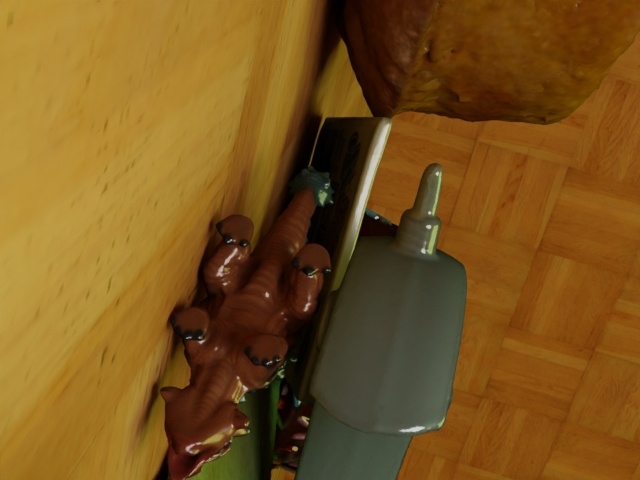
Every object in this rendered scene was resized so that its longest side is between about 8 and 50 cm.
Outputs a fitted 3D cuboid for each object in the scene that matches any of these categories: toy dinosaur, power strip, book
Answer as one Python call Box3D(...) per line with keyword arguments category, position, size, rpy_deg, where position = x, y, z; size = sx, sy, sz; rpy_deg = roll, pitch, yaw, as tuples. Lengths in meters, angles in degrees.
Box3D(category="toy dinosaur", position=(-0.024, 0.024, 0.356), size=(0.055, 0.049, 0.154), rpy_deg=(98, 14, -52))
Box3D(category="power strip", position=(0.020, 0.081, 0.424), size=(0.167, 0.054, 0.253), rpy_deg=(-72, 175, -52))
Box3D(category="book", position=(0.000, 0.000, 0.593), size=(0.192, 0.013, 0.168), rpy_deg=(-142, -113, -79))

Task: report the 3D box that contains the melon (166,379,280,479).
Box3D(category="melon", position=(-0.050, 0.090, 0.473), size=(0.261, 0.053, 0.114), rpy_deg=(-76, 162, -44))

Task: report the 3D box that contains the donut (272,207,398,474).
Box3D(category="donut", position=(0.012, 0.082, 0.738), size=(0.235, 0.089, 0.235), rpy_deg=(-161, -90, -84))

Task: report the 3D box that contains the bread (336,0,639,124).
Box3D(category="bread", position=(0.116, -0.210, 0.529), size=(0.312, 0.172, 0.312), rpy_deg=(17, 90, -89))
